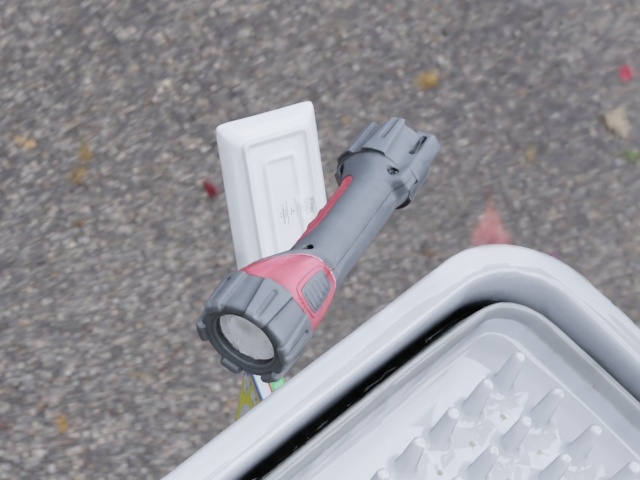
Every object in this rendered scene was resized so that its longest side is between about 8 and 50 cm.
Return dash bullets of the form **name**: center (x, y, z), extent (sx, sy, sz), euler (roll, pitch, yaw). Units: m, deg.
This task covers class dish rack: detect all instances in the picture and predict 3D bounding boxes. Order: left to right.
- **dish rack**: center (0.071, 0.177, 0.642), extent (0.285, 0.072, 0.333), euler (44, 56, 15)

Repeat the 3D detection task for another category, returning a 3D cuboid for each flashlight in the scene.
- **flashlight**: center (0.000, 0.000, 1.448), extent (0.103, 0.103, 0.304), euler (31, 51, 6)

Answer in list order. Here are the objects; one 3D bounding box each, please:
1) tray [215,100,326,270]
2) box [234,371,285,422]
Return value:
- **tray**: center (-0.049, -0.037, 1.990), extent (0.145, 0.030, 0.270), euler (-19, 112, -26)
- **box**: center (-0.076, 0.246, 1.922), extent (0.043, 0.179, 0.105), euler (-5, 39, -18)
